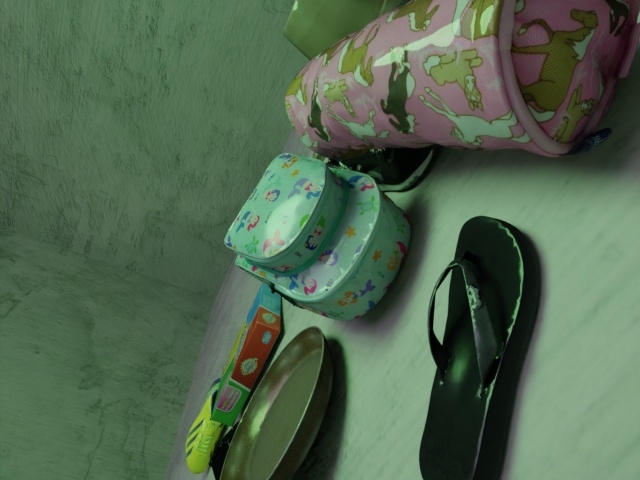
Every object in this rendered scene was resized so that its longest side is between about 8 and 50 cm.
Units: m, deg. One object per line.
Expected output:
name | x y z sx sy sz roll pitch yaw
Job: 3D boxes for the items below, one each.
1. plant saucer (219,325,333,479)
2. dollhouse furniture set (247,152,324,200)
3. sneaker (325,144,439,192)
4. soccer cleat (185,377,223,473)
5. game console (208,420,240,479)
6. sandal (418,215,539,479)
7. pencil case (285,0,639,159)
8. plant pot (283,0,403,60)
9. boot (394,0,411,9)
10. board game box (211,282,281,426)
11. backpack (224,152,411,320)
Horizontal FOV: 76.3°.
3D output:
plant saucer | -0.066 0.290 0.673 0.311 0.050 0.311 -53 10 14
dollhouse furniture set | -0.148 -0.138 1.405 0.355 0.173 0.303 -50 24 51
sneaker | 0.087 -0.146 0.689 0.283 0.124 0.107 -20 50 70
soccer cleat | -0.334 0.564 1.235 0.121 0.093 0.289 -7 63 65
game console | -0.235 0.553 1.054 0.122 0.071 0.107 -61 -13 24
sandal | 0.129 0.087 0.356 0.097 0.054 0.255 -35 36 64
pencil case | 0.103 -0.166 0.444 0.160 0.167 0.386 -48 27 -13
plant pot | 0.052 -0.626 1.191 0.323 0.280 0.323 -159 90 -76
boot | 0.200 -0.314 0.608 0.246 0.094 0.207 -22 59 49
board game box | -0.203 0.311 1.149 0.242 0.064 0.317 -106 41 -72
backpack | -0.003 -0.009 0.619 0.253 0.191 0.225 24 80 42
